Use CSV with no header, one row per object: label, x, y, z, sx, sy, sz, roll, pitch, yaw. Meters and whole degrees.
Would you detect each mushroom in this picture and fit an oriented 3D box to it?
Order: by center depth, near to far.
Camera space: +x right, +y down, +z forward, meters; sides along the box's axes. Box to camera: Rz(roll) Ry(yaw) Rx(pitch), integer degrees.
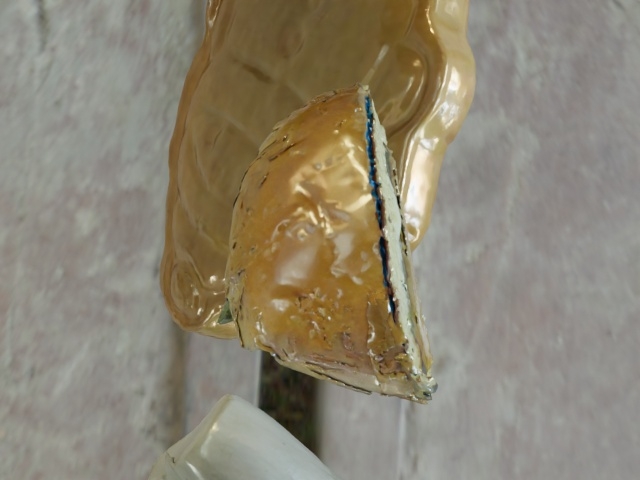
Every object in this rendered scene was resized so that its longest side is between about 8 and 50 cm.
mushroom,-0.003,0.269,1.762,0.329,0.159,0.122,32,72,2

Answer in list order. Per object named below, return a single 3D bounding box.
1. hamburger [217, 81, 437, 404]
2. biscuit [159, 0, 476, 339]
hamburger,-0.005,0.005,0.921,0.102,0.087,0.176,-10,64,-1
biscuit,-0.013,-0.088,1.339,0.057,0.312,0.351,16,94,-34
